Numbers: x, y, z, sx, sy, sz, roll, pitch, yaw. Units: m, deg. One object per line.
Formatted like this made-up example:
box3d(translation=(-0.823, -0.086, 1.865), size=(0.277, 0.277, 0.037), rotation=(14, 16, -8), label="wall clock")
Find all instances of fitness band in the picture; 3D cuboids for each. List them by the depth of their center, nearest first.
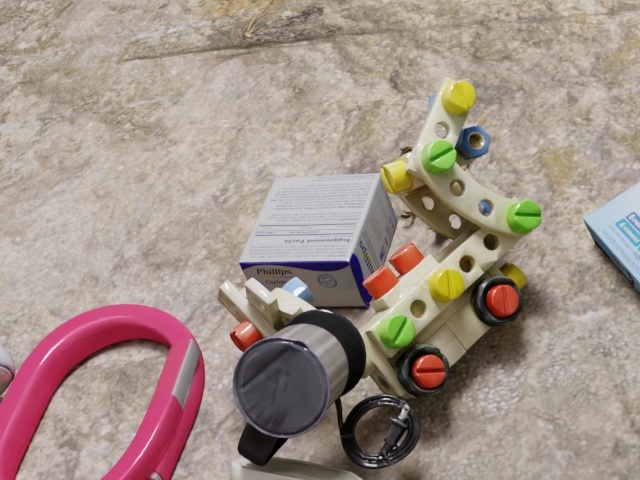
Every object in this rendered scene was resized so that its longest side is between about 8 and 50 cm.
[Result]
box3d(translation=(-0.229, 0.177, 1.408), size=(0.209, 0.054, 0.290), rotation=(-5, 41, 24), label="fitness band")

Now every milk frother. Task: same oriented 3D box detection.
box3d(translation=(0.010, 0.137, 1.189), size=(0.143, 0.129, 0.135), rotation=(12, 11, 13), label="milk frother")

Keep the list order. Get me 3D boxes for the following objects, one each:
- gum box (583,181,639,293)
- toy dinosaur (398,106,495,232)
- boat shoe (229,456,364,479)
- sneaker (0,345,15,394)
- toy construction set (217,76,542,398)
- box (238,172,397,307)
box3d(translation=(0.366, -0.019, 1.324), size=(0.184, 0.041, 0.157), rotation=(-32, 37, 2), label="gum box")
box3d(translation=(0.130, -0.071, 1.527), size=(0.093, 0.053, 0.183), rotation=(13, 55, 15), label="toy dinosaur")
box3d(translation=(0.063, 0.259, 1.163), size=(0.320, 0.116, 0.099), rotation=(11, 93, 25), label="boat shoe")
box3d(translation=(-0.427, 0.200, 1.455), size=(0.258, 0.094, 0.091), rotation=(-30, 50, 4), label="sneaker")
box3d(translation=(0.070, 0.022, 1.317), size=(0.328, 0.215, 0.151), rotation=(-39, 6, -6), label="toy construction set")
box3d(translation=(0.000, 0.000, 1.478), size=(0.126, 0.072, 0.137), rotation=(-1, 43, 24), label="box")
